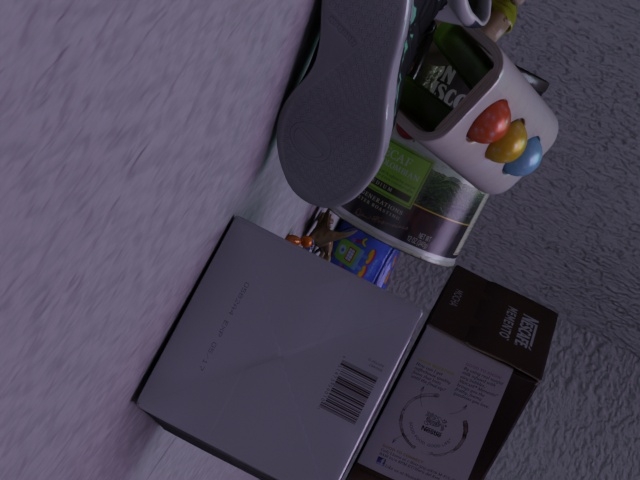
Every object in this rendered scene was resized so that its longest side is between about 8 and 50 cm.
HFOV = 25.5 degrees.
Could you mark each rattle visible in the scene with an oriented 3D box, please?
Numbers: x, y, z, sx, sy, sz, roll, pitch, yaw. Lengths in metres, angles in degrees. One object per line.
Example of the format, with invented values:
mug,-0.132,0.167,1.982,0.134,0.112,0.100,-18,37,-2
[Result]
rattle,0.122,-0.279,1.673,0.200,0.143,0.130,10,-110,49

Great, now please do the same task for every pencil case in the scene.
pencil case,0.055,0.065,2.331,0.119,0.133,0.306,21,97,-51

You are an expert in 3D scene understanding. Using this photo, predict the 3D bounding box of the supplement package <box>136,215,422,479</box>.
supplement package,-0.037,0.131,1.390,0.199,0.198,0.262,-62,175,-11

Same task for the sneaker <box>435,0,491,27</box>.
sneaker,0.130,-0.302,1.247,0.094,0.091,0.258,-56,158,-37

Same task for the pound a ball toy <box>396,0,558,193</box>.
pound a ball toy,0.189,-0.170,1.508,0.208,0.136,0.319,-46,159,7

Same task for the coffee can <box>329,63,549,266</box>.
coffee can,0.151,-0.131,1.877,0.275,0.201,0.201,-64,175,11

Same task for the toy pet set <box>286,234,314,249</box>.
toy pet set,-0.016,0.051,1.721,0.114,0.065,0.122,11,78,-59

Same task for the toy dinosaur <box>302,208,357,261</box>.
toy dinosaur,0.000,0.000,1.910,0.183,0.053,0.092,-133,-118,-78

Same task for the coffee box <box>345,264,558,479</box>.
coffee box,0.112,0.195,1.400,0.297,0.119,0.168,-65,174,24

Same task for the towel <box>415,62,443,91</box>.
towel,0.098,-0.187,1.729,0.110,0.027,0.148,-18,-152,35

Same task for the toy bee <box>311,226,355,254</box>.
toy bee,0.121,-0.067,2.146,0.298,0.162,0.195,-63,176,7

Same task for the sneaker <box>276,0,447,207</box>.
sneaker,0.049,-0.162,1.253,0.147,0.104,0.295,-50,163,-44

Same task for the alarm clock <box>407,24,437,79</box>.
alarm clock,0.072,-0.189,1.576,0.192,0.064,0.129,-61,175,-56
